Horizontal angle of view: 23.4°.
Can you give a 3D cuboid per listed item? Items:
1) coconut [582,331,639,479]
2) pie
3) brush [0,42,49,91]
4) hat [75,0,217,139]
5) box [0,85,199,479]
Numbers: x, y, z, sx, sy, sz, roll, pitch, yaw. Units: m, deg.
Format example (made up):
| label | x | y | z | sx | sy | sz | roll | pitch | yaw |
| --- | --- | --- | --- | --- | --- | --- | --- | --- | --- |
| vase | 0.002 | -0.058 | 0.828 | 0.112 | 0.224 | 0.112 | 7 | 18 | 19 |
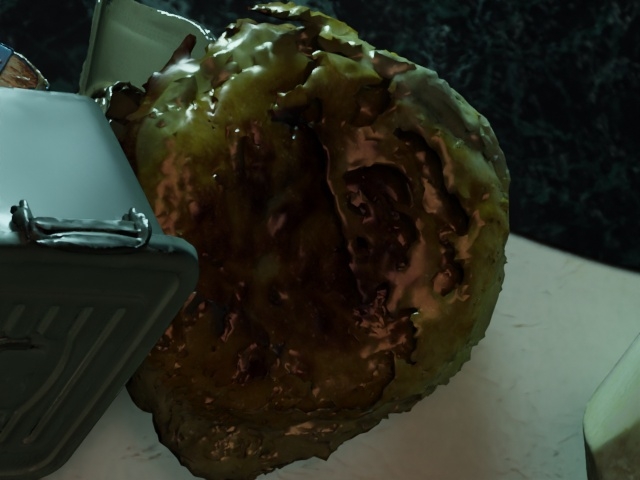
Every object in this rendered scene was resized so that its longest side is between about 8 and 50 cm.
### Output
| label | x | y | z | sx | sy | sz | roll | pitch | yaw |
| --- | --- | --- | --- | --- | --- | --- | --- | --- | --- |
| coconut | 0.283 | 0.116 | 0.940 | 0.241 | 0.241 | 0.241 | 2 | 77 | -9 |
| pie | -0.001 | 0.000 | 0.965 | 0.308 | 0.085 | 0.308 | 0 | 90 | -23 |
| brush | -0.259 | -0.128 | 1.019 | 0.164 | 0.014 | 0.051 | 27 | 73 | -2 |
| hat | -0.124 | -0.081 | 1.012 | 0.147 | 0.085 | 0.175 | 25 | 49 | -35 |
| box | -0.193 | 0.026 | 0.871 | 0.163 | 0.243 | 0.135 | 3 | 50 | -36 |
